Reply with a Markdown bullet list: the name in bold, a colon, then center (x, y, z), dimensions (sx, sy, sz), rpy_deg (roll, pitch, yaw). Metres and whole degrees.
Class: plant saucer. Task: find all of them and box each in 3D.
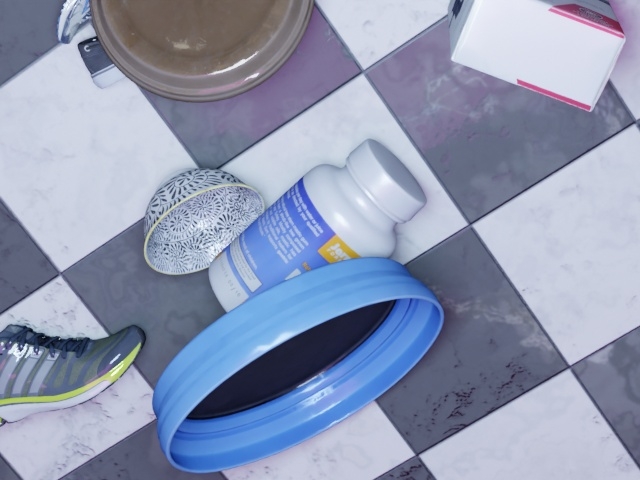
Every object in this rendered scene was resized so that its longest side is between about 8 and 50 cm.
- **plant saucer**: center (-0.145, -0.303, 1.640), dimensions (0.277, 0.041, 0.278), rpy_deg (-1, 82, 7)

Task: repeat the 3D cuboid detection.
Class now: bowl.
- **bowl**: center (-0.031, 0.156, 1.723), dimensions (0.391, 0.391, 0.077), rpy_deg (-37, 66, 15)
- **bowl**: center (-0.164, -0.041, 1.771), dimensions (0.170, 0.080, 0.170), rpy_deg (-23, 149, -15)

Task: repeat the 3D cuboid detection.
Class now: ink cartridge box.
- **ink cartridge box**: center (0.244, -0.255, 1.598), dimensions (0.172, 0.237, 0.100), rpy_deg (20, 113, -4)

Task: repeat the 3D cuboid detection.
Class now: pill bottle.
- **pill bottle**: center (0.000, 0.000, 1.753), dimensions (0.272, 0.152, 0.152), rpy_deg (-42, 103, 17)

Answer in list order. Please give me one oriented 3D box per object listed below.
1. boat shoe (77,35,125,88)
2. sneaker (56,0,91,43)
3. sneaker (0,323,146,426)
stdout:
- **boat shoe**: center (-0.203, -0.274, 1.706), dimensions (0.228, 0.080, 0.076), rpy_deg (-27, 109, 20)
- **sneaker**: center (-0.285, -0.299, 1.711), dimensions (0.058, 0.052, 0.135), rpy_deg (26, 111, -11)
- **sneaker**: center (-0.381, 0.167, 1.865), dimensions (0.300, 0.111, 0.121), rpy_deg (-19, 104, 8)
